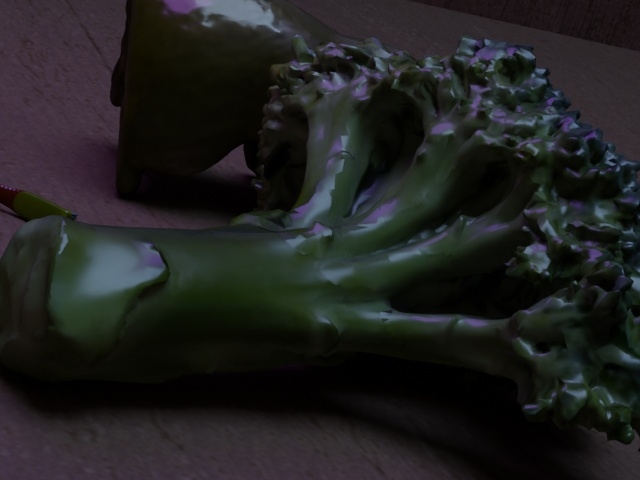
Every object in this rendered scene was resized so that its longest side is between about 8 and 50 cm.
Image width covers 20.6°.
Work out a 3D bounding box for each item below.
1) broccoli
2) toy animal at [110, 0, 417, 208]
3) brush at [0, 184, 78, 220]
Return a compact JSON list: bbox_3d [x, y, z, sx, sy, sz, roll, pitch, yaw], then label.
[{"bbox_3d":[-0.003,0.000,1.099,0.397,0.275,0.353,-6,1,-5],"label":"broccoli"},{"bbox_3d":[0.000,-0.093,1.410,0.363,0.180,0.181,20,22,-14],"label":"toy animal"},{"bbox_3d":[-0.209,-0.026,1.237,0.083,0.018,0.021,23,8,20],"label":"brush"}]
